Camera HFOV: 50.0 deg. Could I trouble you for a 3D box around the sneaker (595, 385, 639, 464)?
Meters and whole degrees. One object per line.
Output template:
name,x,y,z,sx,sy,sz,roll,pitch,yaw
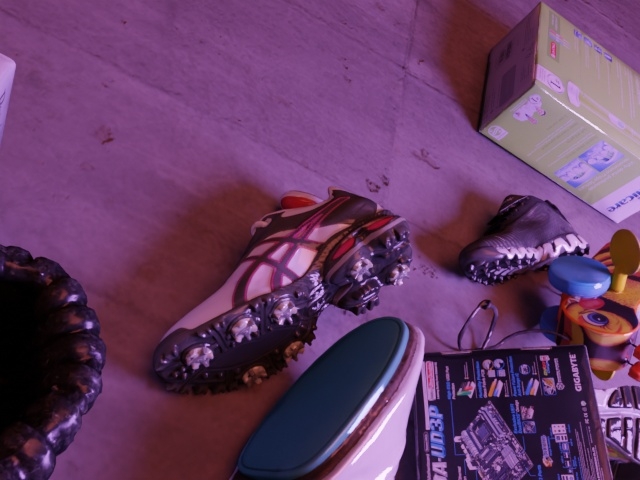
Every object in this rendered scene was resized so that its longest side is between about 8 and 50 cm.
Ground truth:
sneaker,0.300,0.200,0.766,0.209,0.094,0.081,19,67,-12

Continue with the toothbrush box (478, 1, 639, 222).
toothbrush box,0.395,-0.193,1.046,0.283,0.122,0.206,28,51,-15

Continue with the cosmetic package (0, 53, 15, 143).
cosmetic package,-0.331,0.053,0.380,0.156,0.217,0.384,26,55,-17

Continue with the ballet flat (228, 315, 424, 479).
ballet flat,-0.023,0.228,0.544,0.139,0.139,0.400,46,53,-1

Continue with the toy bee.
toy bee,0.330,0.103,0.809,0.298,0.195,0.162,-39,44,-19

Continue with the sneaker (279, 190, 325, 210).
sneaker,0.000,0.000,0.733,0.118,0.042,0.067,35,47,-13

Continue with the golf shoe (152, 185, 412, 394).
golf shoe,-0.042,0.043,0.646,0.273,0.105,0.120,-29,51,-24

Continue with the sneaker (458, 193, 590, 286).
sneaker,0.244,-0.007,0.874,0.234,0.078,0.106,-7,64,-39

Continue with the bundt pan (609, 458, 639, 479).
bundt pan,0.428,0.385,0.725,0.331,0.124,0.330,15,57,-24

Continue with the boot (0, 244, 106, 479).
boot,-0.206,0.197,0.340,0.131,0.260,0.347,11,58,-28

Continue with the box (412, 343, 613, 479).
box,0.179,0.211,0.652,0.175,0.051,0.220,-5,58,10
